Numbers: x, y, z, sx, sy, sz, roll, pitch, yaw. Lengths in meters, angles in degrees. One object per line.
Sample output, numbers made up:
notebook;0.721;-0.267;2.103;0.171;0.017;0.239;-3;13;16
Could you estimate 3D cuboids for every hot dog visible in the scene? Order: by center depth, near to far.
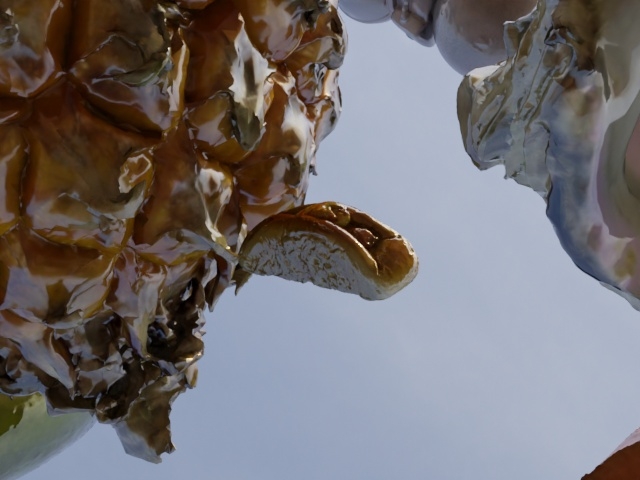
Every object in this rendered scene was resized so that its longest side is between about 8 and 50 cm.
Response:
hot dog;0.000;0.000;0.574;0.090;0.034;0.030;12;-141;37

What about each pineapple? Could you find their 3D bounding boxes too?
pineapple;-0.091;-0.030;0.574;0.344;0.209;0.286;-18;-86;-16

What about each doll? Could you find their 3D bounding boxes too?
doll;0.132;-0.278;1.553;0.287;0.151;0.151;25;-115;29

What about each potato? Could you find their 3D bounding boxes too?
potato;-0.335;0.186;1.216;0.269;0.255;0.112;-22;-87;22

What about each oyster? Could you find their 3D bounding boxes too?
oyster;0.114;-0.057;0.362;0.163;0.191;0.081;-16;-148;12

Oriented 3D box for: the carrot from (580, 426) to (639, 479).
carrot;0.328;0.182;0.952;0.331;0.214;0.193;-13;-110;-50
